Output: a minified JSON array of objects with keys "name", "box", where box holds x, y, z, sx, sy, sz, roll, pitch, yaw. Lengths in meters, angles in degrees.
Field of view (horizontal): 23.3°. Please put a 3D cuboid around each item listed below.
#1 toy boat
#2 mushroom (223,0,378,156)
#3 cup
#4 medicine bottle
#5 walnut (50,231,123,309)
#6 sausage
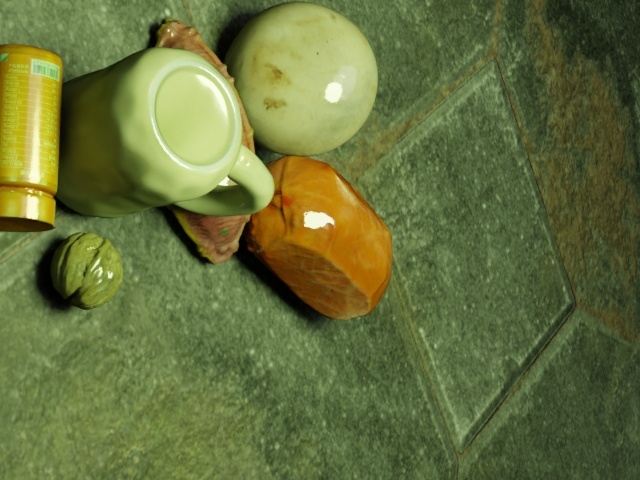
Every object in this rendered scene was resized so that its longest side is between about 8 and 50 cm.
[{"name":"toy boat","box":[-0.151,-0.125,1.943,0.141,0.099,0.317,-13,95,-26]},{"name":"mushroom","box":[-0.026,-0.209,2.070,0.215,0.207,0.207,70,17,-86]},{"name":"cup","box":[-0.181,-0.089,1.769,0.255,0.202,0.173,54,50,-22]},{"name":"medicine bottle","box":[-0.332,-0.110,1.691,0.096,0.096,0.191,13,74,-52]},{"name":"walnut","box":[-0.266,0.035,1.772,0.092,0.092,0.092,11,76,-52]},{"name":"sausage","box":[0.000,-0.001,2.069,0.268,0.153,0.141,45,42,-42]}]
